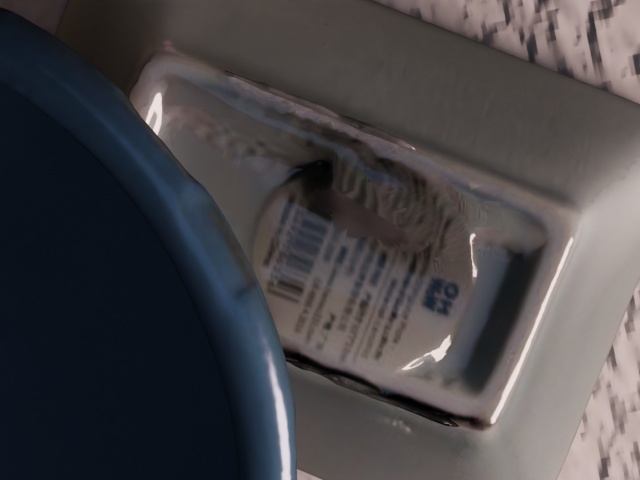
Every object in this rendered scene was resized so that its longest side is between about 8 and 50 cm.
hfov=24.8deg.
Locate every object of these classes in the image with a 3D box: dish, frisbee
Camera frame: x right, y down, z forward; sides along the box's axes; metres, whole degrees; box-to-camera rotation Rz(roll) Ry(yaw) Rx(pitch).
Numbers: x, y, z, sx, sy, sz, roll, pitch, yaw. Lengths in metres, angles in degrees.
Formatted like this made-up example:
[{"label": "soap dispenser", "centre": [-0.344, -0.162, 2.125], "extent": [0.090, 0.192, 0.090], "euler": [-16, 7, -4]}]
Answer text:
[{"label": "dish", "centre": [0.000, 0.000, 0.527], "extent": [0.243, 0.080, 0.182], "euler": [21, 95, -2]}, {"label": "frisbee", "centre": [-0.132, 0.045, 0.509], "extent": [0.289, 0.049, 0.290], "euler": [10, 113, 23]}]
